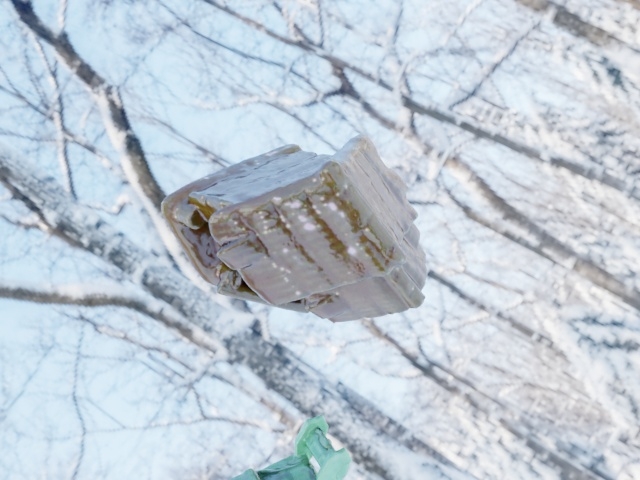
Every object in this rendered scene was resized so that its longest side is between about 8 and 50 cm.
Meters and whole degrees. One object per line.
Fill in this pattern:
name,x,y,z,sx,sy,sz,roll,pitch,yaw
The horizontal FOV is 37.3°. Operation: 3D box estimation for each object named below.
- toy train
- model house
toy train,-0.044,0.192,0.639,0.149,0.099,0.081,-25,-69,-9
model house,-0.001,0.000,0.938,0.219,0.229,0.199,-36,-67,-23
